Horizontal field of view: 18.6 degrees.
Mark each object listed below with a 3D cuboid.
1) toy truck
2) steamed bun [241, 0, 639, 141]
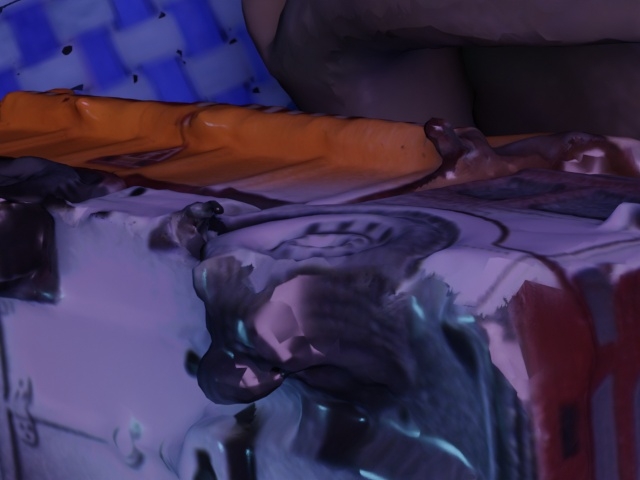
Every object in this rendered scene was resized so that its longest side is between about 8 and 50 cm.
[{"bbox_3d":[-0.018,0.029,0.432,0.135,0.270,0.114,-16,107,-39],"label":"toy truck"},{"bbox_3d":[0.147,-0.145,0.496,0.342,0.255,0.368,6,77,-10],"label":"steamed bun"}]
